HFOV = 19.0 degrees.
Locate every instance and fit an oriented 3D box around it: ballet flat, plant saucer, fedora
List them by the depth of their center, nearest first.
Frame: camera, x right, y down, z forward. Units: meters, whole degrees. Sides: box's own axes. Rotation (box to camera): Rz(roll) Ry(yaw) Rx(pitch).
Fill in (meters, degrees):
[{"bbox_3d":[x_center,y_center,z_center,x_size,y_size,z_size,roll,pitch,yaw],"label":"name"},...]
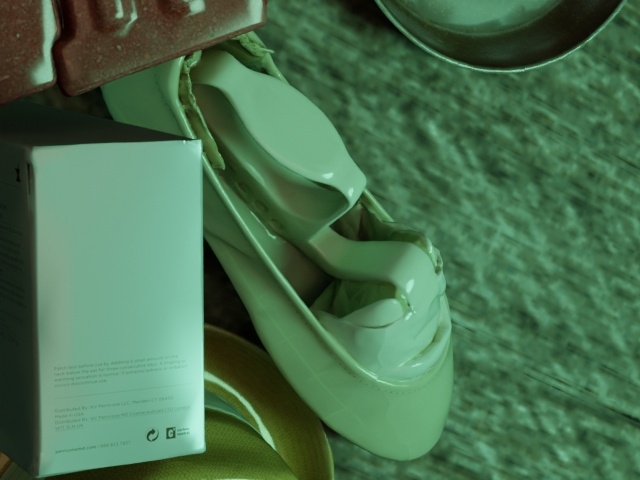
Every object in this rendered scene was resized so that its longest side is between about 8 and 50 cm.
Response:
[{"bbox_3d":[-0.067,0.126,0.789,0.194,0.079,0.194,-5,100,-28],"label":"fedora"},{"bbox_3d":[0.000,0.000,0.797,0.086,0.086,0.248,-46,115,-14],"label":"ballet flat"},{"bbox_3d":[0.076,-0.159,0.849,0.168,0.029,0.168,-5,100,-28],"label":"plant saucer"}]

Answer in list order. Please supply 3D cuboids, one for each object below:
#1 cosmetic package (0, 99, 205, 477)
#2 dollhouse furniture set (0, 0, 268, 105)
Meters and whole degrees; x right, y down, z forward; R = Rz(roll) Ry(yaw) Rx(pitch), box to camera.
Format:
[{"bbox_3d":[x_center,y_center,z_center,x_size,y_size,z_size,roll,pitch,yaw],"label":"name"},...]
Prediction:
[{"bbox_3d":[-0.110,0.003,0.656,0.060,0.239,0.099,-7,101,-26],"label":"cosmetic package"},{"bbox_3d":[-0.154,-0.233,0.618,0.152,0.201,0.374,-18,106,-24],"label":"dollhouse furniture set"}]
